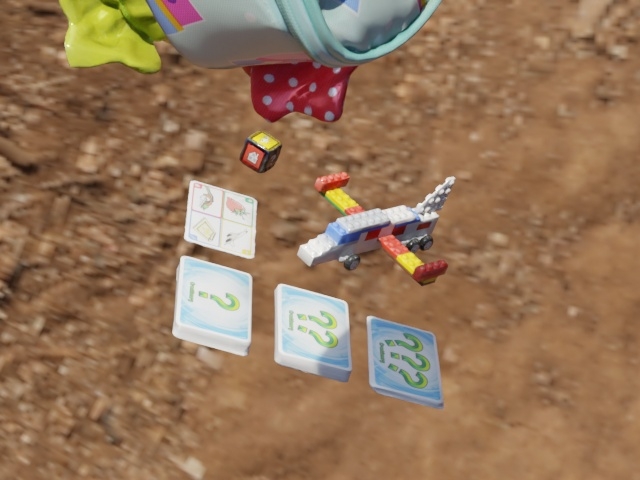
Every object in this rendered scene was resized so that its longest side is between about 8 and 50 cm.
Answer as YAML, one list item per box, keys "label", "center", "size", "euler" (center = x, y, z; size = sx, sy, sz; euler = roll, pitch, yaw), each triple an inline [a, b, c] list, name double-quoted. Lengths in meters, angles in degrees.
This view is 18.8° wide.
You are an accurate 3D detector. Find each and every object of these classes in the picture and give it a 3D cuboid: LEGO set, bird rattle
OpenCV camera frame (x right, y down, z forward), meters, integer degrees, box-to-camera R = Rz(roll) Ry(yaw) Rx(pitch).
- label: "LEGO set"
  center: [0.000, 0.000, 1.292]
  size: [0.182, 0.244, 0.060]
  euler: [16, 122, -11]
- label: "bird rattle"
  center: [-0.082, -0.199, 1.577]
  size: [0.253, 0.207, 0.143]
  euler: [16, 45, 4]

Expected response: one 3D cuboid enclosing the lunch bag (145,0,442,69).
- label: "lunch bag"
  center: [0.011, -0.211, 0.824]
  size: [0.279, 0.108, 0.224]
  euler: [-50, 126, -39]
